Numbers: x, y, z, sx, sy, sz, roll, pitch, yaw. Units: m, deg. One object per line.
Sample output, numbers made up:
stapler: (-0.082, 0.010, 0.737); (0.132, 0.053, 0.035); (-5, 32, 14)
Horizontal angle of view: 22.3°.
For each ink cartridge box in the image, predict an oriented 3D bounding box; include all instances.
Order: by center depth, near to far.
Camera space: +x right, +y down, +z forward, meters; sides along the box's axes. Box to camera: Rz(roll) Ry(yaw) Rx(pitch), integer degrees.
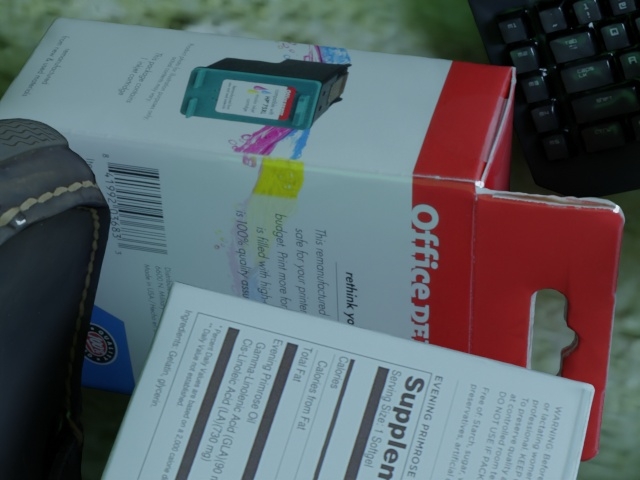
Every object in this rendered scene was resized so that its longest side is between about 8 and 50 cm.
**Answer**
ink cartridge box: (0.000, 0.000, 0.624); (0.231, 0.078, 0.134); (8, 131, 12)

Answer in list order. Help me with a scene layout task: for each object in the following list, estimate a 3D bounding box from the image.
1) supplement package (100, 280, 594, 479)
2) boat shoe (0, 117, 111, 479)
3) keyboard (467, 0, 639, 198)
supplement package: (-0.002, 0.170, 0.592); (0.145, 0.204, 0.262); (14, 156, 9)
boat shoe: (-0.129, 0.116, 0.593); (0.130, 0.132, 0.355); (37, 128, 19)
keyboard: (0.196, -0.127, 0.539); (0.317, 0.033, 0.201); (-13, 112, 22)
